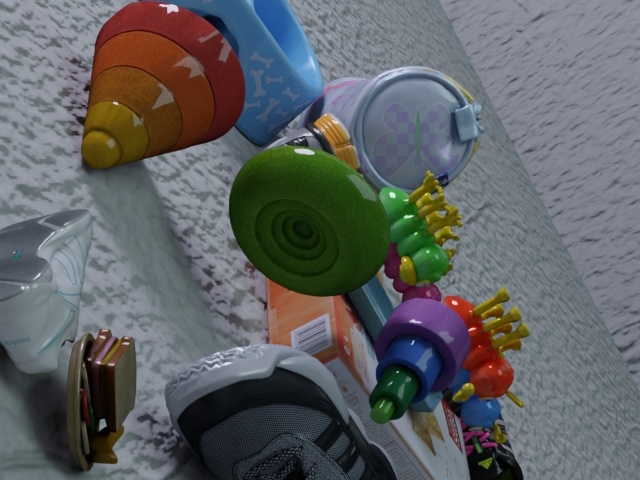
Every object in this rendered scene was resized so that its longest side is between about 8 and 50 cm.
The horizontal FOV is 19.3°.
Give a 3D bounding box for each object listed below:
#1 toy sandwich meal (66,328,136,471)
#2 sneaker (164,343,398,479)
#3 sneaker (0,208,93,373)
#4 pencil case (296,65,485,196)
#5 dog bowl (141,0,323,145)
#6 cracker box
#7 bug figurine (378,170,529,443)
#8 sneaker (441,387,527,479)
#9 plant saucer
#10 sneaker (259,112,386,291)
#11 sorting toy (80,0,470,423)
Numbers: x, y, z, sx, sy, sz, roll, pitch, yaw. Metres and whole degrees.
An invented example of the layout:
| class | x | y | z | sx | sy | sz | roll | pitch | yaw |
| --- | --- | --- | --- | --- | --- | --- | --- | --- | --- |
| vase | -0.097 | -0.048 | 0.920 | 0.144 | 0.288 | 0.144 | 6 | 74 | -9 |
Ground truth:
| class | x | y | z | sx | sy | sz | roll | pitch | yaw |
| --- | --- | --- | --- | --- | --- | --- | --- | --- | --- |
| toy sandwich meal | -0.121 | 0.089 | 1.051 | 0.085 | 0.029 | 0.085 | 0 | 90 | -88 |
| sneaker | -0.003 | 0.176 | 1.214 | 0.268 | 0.101 | 0.153 | 48 | 17 | -52 |
| sneaker | -0.159 | 0.027 | 1.069 | 0.152 | 0.054 | 0.061 | -75 | 151 | -67 |
| pencil case | 0.058 | -0.100 | 1.733 | 0.113 | 0.124 | 0.273 | 65 | -10 | -7 |
| dog bowl | -0.094 | -0.221 | 1.698 | 0.297 | 0.074 | 0.166 | 52 | 17 | -33 |
| cracker box | 0.043 | 0.134 | 1.532 | 0.232 | 0.067 | 0.155 | 54 | 16 | -31 |
| bug figurine | 0.107 | 0.063 | 1.589 | 0.216 | 0.072 | 0.279 | 63 | -4 | 13 |
| sneaker | 0.155 | 0.199 | 1.814 | 0.075 | 0.063 | 0.170 | -89 | 154 | -74 |
| plant saucer | 0.042 | 0.051 | 1.512 | 0.192 | 0.018 | 0.067 | 62 | 13 | 0 |
| sneaker | 0.000 | 0.000 | 1.622 | 0.084 | 0.083 | 0.215 | -144 | -142 | -67 |
| sorting toy | -0.046 | -0.002 | 1.348 | 0.365 | 0.127 | 0.126 | 46 | 41 | -9 |
